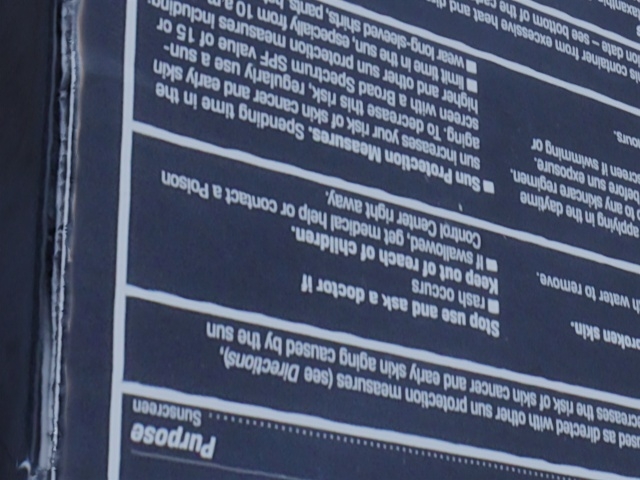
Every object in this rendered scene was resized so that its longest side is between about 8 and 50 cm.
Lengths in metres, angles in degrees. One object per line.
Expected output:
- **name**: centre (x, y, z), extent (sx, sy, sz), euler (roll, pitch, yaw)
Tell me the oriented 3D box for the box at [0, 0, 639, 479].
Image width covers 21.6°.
- **box**: centre (0.000, 0.000, 0.570), extent (0.183, 0.296, 0.294), euler (-28, 55, 48)
